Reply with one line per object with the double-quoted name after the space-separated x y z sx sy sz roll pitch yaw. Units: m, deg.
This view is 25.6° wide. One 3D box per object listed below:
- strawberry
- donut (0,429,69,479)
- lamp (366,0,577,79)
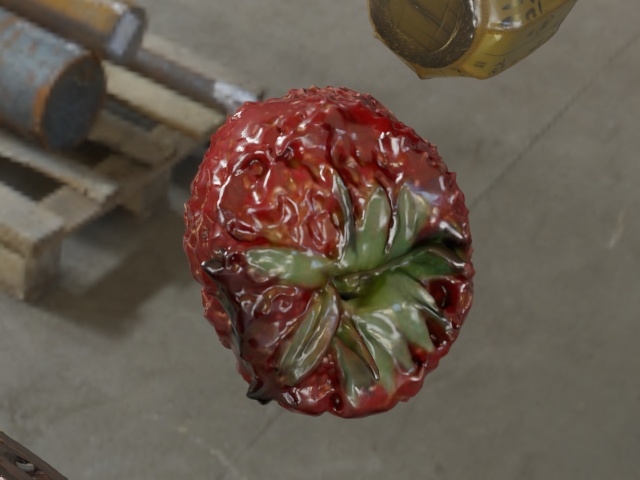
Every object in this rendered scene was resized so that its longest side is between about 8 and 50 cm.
0.004 0.000 1.180 0.261 0.261 0.257 -2 17 -19 "strawberry"
-0.195 0.192 0.908 0.235 0.235 0.089 34 82 29 "donut"
0.133 -0.223 1.183 0.161 0.161 0.185 30 39 25 "lamp"
